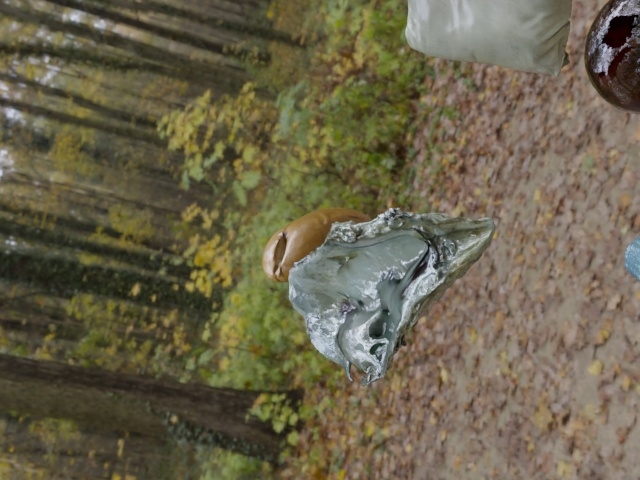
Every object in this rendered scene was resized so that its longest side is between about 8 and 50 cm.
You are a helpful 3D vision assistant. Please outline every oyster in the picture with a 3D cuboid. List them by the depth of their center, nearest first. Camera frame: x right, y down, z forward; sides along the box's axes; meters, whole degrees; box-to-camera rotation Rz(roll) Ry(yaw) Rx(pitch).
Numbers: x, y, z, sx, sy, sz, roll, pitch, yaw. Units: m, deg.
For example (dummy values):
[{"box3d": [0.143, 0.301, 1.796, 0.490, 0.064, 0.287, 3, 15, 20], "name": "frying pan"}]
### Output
[{"box3d": [0.039, 0.041, 0.704, 0.199, 0.087, 0.252, 47, 138, 40], "name": "oyster"}]

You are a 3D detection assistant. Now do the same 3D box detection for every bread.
[{"box3d": [0.000, 0.000, 0.940, 0.114, 0.189, 0.077, -4, 97, 36], "name": "bread"}]

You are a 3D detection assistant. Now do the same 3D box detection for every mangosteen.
[{"box3d": [0.325, -0.195, 0.753, 0.140, 0.140, 0.140, -166, 90, -80], "name": "mangosteen"}]

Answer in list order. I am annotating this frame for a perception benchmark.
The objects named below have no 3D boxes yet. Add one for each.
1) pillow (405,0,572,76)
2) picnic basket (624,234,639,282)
[{"box3d": [0.154, -0.225, 0.696, 0.078, 0.182, 0.134, -39, -44, -35], "name": "pillow"}, {"box3d": [0.239, 0.021, 0.500, 0.083, 0.065, 0.083, 31, 144, 60], "name": "picnic basket"}]
